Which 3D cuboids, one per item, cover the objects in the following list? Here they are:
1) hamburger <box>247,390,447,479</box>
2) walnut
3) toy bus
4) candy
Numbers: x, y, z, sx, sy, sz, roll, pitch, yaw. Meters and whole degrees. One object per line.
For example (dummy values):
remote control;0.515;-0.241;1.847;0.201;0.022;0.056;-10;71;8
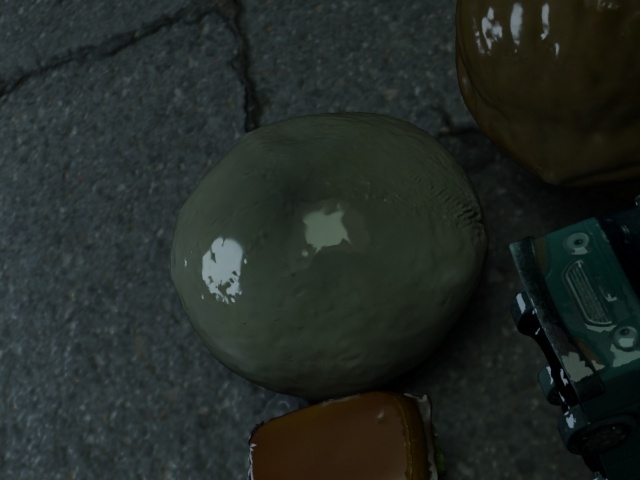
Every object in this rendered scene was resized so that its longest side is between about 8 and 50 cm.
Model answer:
hamburger;0.020;0.194;0.935;0.166;0.087;0.137;-12;56;18
walnut;0.257;-0.190;0.948;0.306;0.306;0.344;20;76;33
toy bus;0.223;0.087;0.809;0.147;0.256;0.128;-23;53;5
candy;0.000;0.000;1.011;0.296;0.185;0.295;-10;61;20
